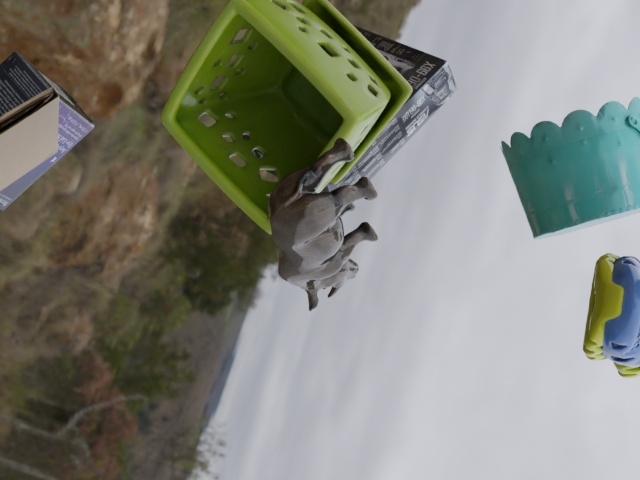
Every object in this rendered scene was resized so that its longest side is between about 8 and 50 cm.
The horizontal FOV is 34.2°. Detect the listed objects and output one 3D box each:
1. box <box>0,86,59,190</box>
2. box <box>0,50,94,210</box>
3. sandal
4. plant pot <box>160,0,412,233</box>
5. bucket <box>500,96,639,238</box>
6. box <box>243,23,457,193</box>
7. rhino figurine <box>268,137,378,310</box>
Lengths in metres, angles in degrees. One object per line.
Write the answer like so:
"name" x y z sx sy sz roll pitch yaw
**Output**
"box" -0.399 -0.107 1.306 0.164 0.021 0.201 -39 177 -21
"box" -0.479 -0.164 1.600 0.207 0.108 0.153 -43 164 1
"sandal" 0.382 0.094 1.163 0.317 0.138 0.126 22 78 -59
"plant pot" -0.032 -0.182 1.359 0.207 0.227 0.228 -32 165 -51
"bucket" 0.463 -0.120 1.805 0.281 0.281 0.183 138 -63 -80
"box" 0.042 -0.219 1.772 0.307 0.242 0.076 -46 139 -16
"rhino figurine" 0.000 0.000 1.084 0.106 0.073 0.243 -33 153 -14
